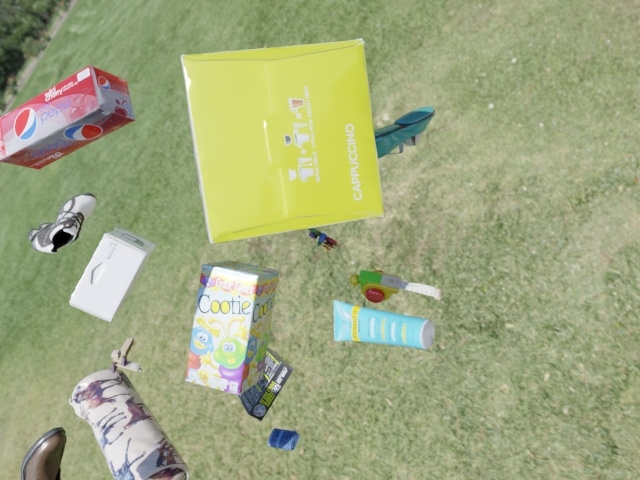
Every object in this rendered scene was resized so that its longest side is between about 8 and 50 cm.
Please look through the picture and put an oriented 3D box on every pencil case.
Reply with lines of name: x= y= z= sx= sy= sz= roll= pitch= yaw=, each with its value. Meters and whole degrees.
pencil case: x=-0.534 y=0.534 z=1.508 sx=0.184 sy=0.159 sz=0.410 roll=-32 pitch=52 yaw=-24

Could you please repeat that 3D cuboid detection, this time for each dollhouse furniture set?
dollhouse furniture set: x=-0.537 y=0.320 z=1.589 sx=0.114 sy=0.081 sz=0.091 roll=-78 pitch=2 yaw=-51

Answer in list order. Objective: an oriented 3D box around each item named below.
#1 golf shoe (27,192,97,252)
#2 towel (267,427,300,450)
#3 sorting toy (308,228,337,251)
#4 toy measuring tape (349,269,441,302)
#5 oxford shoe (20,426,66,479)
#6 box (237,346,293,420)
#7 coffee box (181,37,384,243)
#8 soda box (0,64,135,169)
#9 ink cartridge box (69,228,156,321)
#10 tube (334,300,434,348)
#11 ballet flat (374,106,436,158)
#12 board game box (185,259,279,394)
golf shoe: x=-0.617 y=-0.037 z=1.372 sx=0.094 sy=0.077 sz=0.198 roll=22 pitch=57 yaw=26
towel: x=-0.130 y=0.690 z=1.924 sx=0.120 sy=0.029 sz=0.067 roll=-8 pitch=45 yaw=40
sorting toy: x=0.000 y=0.000 z=1.586 sx=0.042 sy=0.102 sz=0.061 roll=-60 pitch=1 yaw=-4
toy measuring tape: x=0.265 y=0.182 z=2.007 sx=0.121 sy=0.331 sz=0.121 roll=13 pitch=-90 yaw=-85
oxford shoe: x=-0.532 y=0.469 z=1.079 sx=0.096 sy=0.083 sz=0.227 roll=27 pitch=104 yaw=22
box: x=-0.213 y=0.526 z=2.065 sx=0.216 sy=0.060 sz=0.270 roll=-57 pitch=16 yaw=-9
coffee box: x=-0.090 y=-0.195 z=1.147 sx=0.334 sy=0.339 sz=0.337 roll=-157 pitch=58 yaw=-77
soda box: x=-0.472 y=-0.218 z=1.012 sx=0.264 sy=0.092 sz=0.083 roll=-18 pitch=80 yaw=22
ink cartridge box: x=-0.426 y=0.064 z=1.154 sx=0.154 sy=0.093 sz=0.212 roll=-63 pitch=11 yaw=-2
tube: x=0.109 y=0.161 z=1.032 sx=0.207 sy=0.052 sz=0.080 roll=2 pitch=89 yaw=39
ballet flat: x=0.219 y=-0.286 z=1.501 sx=0.247 sy=0.087 sz=0.083 roll=-30 pitch=31 yaw=-29
board game box: x=-0.205 y=0.198 z=1.309 sx=0.142 sy=0.144 sz=0.275 roll=10 pitch=95 yaw=16
